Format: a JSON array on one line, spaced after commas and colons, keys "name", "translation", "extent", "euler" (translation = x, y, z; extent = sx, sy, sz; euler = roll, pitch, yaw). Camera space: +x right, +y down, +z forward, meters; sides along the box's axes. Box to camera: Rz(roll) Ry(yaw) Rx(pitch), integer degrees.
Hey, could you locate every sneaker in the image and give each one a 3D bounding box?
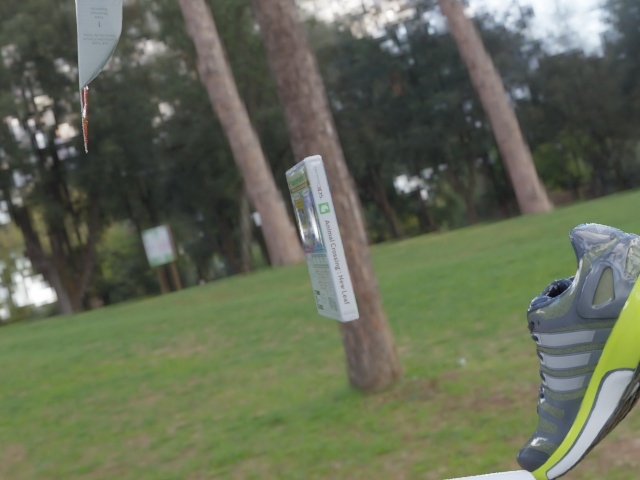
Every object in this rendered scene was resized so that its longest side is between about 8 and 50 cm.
[{"name": "sneaker", "translation": [0.244, 0.103, 1.177], "extent": [0.111, 0.121, 0.300], "euler": [-28, -33, -46]}]

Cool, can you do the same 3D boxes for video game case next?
[{"name": "video game case", "translation": [0.000, 0.000, 1.539], "extent": [0.023, 0.193, 0.212], "euler": [-14, 1, -7]}]

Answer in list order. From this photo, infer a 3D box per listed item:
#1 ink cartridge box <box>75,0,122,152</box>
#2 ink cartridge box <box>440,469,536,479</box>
[{"name": "ink cartridge box", "translation": [-0.187, -0.186, 1.083], "extent": [0.045, 0.179, 0.145], "euler": [-4, 35, -8]}, {"name": "ink cartridge box", "translation": [0.048, 0.295, 0.818], "extent": [0.270, 0.198, 0.197], "euler": [0, 32, -31]}]
